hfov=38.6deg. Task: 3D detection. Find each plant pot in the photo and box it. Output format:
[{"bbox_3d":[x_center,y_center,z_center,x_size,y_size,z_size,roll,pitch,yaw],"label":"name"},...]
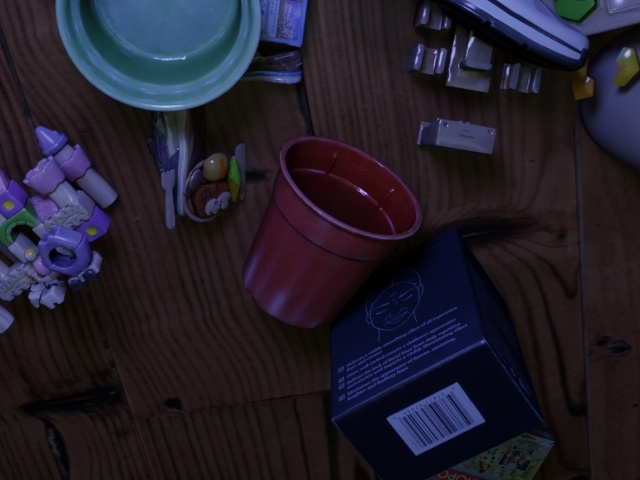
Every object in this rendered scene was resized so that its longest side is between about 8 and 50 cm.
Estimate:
[{"bbox_3d":[0.000,0.000,1.638,0.273,0.272,0.265,23,123,-11],"label":"plant pot"},{"bbox_3d":[0.590,-0.199,1.509,0.257,0.274,0.256,0,118,0],"label":"plant pot"}]

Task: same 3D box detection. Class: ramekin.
[{"bbox_3d":[-0.243,-0.366,1.412,0.304,0.148,0.303,-2,123,-4],"label":"ramekin"}]

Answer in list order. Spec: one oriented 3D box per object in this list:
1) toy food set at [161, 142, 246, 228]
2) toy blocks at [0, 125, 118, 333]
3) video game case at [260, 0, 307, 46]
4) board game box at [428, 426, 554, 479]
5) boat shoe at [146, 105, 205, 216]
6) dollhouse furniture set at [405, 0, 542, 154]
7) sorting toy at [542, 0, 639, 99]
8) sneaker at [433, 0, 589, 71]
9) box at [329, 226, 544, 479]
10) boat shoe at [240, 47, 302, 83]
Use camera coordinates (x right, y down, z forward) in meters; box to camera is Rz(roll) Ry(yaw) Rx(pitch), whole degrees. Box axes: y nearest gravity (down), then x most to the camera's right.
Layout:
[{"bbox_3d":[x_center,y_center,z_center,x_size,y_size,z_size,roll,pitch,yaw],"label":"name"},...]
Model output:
[{"bbox_3d":[-0.194,-0.092,1.630,0.039,0.192,0.132,26,128,36],"label":"toy food set"},{"bbox_3d":[-0.546,-0.041,1.576,0.289,0.309,0.260,-32,119,15],"label":"toy blocks"},{"bbox_3d":[-0.132,-0.470,1.488,0.245,0.061,0.269,8,118,-3],"label":"video game case"},{"bbox_3d":[0.317,0.458,1.986,0.318,0.046,0.213,18,116,-9],"label":"board game box"},{"bbox_3d":[-0.262,-0.178,1.628,0.092,0.103,0.285,10,122,10],"label":"boat shoe"},{"bbox_3d":[0.250,-0.276,1.573,0.212,0.161,0.242,9,95,-5],"label":"dollhouse furniture set"},{"bbox_3d":[0.440,-0.384,1.422,0.229,0.041,0.307,-9,101,29],"label":"sorting toy"},{"bbox_3d":[0.262,-0.459,1.383,0.448,0.169,0.257,32,97,-4],"label":"sneaker"},{"bbox_3d":[0.192,0.205,1.654,0.294,0.395,0.212,-30,115,16],"label":"box"},{"bbox_3d":[-0.122,-0.313,1.575,0.183,0.066,0.066,1,113,-11],"label":"boat shoe"}]
